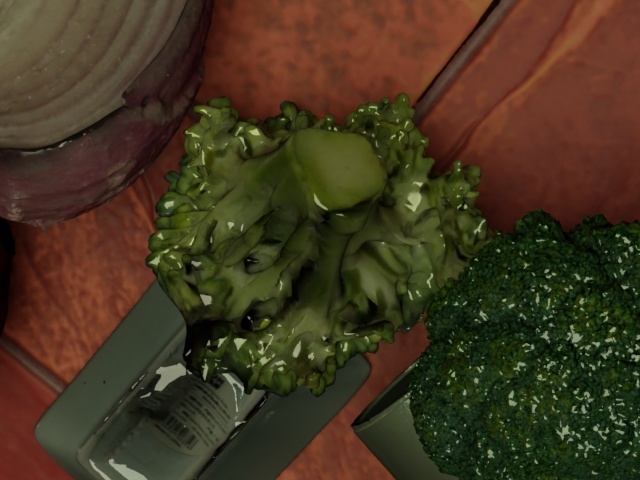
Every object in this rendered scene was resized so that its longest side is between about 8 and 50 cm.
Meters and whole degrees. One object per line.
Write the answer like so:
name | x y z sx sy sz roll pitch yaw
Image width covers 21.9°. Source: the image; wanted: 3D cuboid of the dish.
dish | -0.104 0.135 1.305 0.182 0.080 0.243 41 104 1

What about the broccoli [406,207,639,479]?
broccoli | 0.194 0.103 1.114 0.269 0.241 0.261 21 112 24

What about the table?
table | 0.140 0.182 1.243 0.126 0.126 0.220 -40 91 15

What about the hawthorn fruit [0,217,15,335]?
hawthorn fruit | -0.373 0.023 1.273 0.266 0.230 0.210 10 129 30

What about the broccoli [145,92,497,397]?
broccoli | 0.000 0.000 1.170 0.263 0.243 0.247 34 72 4

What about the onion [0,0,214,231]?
onion | -0.181 -0.159 1.236 0.267 0.159 0.349 37 68 22
